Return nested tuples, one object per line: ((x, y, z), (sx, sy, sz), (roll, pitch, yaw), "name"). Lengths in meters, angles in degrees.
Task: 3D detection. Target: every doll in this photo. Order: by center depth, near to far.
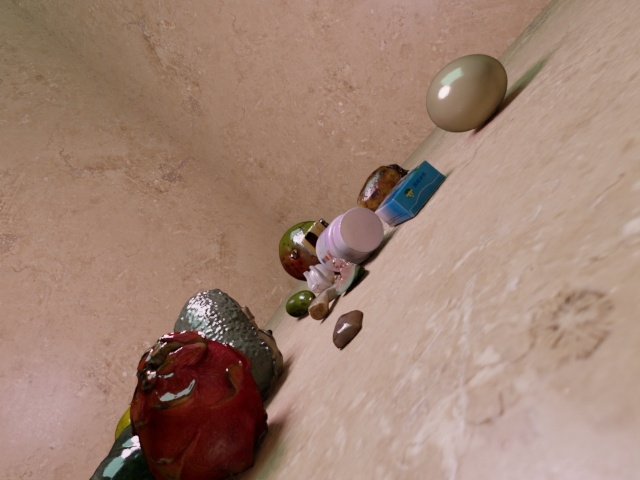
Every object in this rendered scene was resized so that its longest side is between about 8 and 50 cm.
((-0.234, 0.276, 1.082), (0.247, 0.247, 0.349), (-50, 37, -6), "doll")
((0.072, 0.056, 1.503), (0.384, 0.099, 0.188), (-43, -5, -40), "doll")

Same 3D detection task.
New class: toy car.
((0.000, 0.000, 1.526), (0.124, 0.101, 0.257), (-45, -5, -1), "toy car")

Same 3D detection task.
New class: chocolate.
((0.047, 0.152, 0.760), (0.064, 0.031, 0.101), (-45, 1, 17), "chocolate")

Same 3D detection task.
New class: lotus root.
((0.247, -0.212, 1.794), (0.314, 0.141, 0.169), (-51, -3, 3), "lotus root")

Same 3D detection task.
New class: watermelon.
((0.070, 0.090, 1.091), (0.101, 0.080, 0.155), (-60, 20, -18), "watermelon")

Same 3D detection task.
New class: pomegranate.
((-0.024, 0.023, 1.873), (0.323, 0.291, 0.291), (-40, -5, -39), "pomegranate")

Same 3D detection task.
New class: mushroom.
((0.029, 0.150, 1.165), (0.059, 0.054, 0.202), (-42, 0, 36), "mushroom")

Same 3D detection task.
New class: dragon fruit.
((-0.209, 0.304, 0.735), (0.250, 0.250, 0.316), (-80, -12, -88), "dragon fruit")

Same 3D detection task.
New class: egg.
((0.388, -0.391, 1.122), (0.186, 0.186, 0.241), (-50, 11, -17), "egg")

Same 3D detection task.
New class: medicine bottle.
((0.082, 0.001, 1.225), (0.152, 0.152, 0.254), (-51, 1, -20), "medicine bottle")

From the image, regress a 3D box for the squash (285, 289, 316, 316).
((-0.082, 0.241, 1.554), (0.087, 0.087, 0.331), (-51, 0, -20), "squash")

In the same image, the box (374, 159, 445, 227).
((0.234, -0.120, 1.130), (0.139, 0.073, 0.194), (-51, 1, -9), "box")

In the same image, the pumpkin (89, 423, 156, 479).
((-0.373, 0.523, 0.868), (0.300, 0.207, 0.300), (-57, 12, 18), "pumpkin")

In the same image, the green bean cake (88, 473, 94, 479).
((-0.584, 0.758, 1.061), (0.335, 0.218, 0.319), (-53, 2, -20), "green bean cake")

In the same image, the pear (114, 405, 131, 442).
((-0.499, 0.606, 1.342), (0.294, 0.294, 0.294), (-50, 1, 1), "pear")
